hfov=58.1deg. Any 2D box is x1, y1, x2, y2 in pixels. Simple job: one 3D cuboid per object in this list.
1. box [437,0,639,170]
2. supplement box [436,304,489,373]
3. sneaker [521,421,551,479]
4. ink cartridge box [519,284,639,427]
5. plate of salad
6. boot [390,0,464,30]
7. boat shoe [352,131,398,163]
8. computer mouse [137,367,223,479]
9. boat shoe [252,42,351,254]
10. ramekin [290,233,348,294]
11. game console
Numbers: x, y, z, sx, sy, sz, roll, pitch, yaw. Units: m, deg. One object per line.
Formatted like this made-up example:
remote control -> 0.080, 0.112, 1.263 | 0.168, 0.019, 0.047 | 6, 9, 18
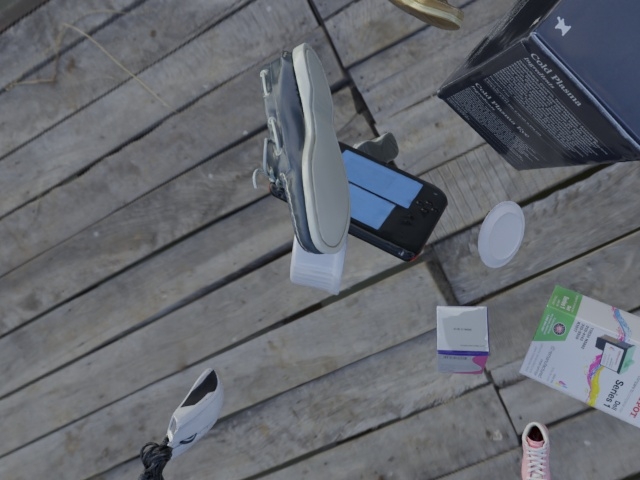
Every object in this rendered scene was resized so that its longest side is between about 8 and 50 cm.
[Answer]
box -> 0.352, -0.268, 0.686 | 0.179, 0.312, 0.343 | 42, 91, -6
supplement box -> 0.324, 0.234, 1.333 | 0.111, 0.220, 0.114 | 0, 65, 11
sneaker -> 0.383, 0.389, 1.027 | 0.050, 0.070, 0.135 | -1, 64, 27
ink cartridge box -> 0.620, 0.255, 1.285 | 0.278, 0.117, 0.202 | 23, 121, 23
plate of salad -> 0.520, -0.018, 1.673 | 0.048, 0.199, 0.200 | 25, 94, 54
boot -> 0.262, -0.583, 1.254 | 0.204, 0.095, 0.262 | -56, 40, 17
boat shoe -> 0.153, -0.274, 1.890 | 0.103, 0.320, 0.118 | -13, 107, 36
computer mouse -> -0.158, 0.227, 0.698 | 0.042, 0.193, 0.106 | 20, 119, 8
boat shoe -> -0.027, -0.100, 0.645 | 0.079, 0.095, 0.255 | -16, 73, 24
ramekin -> 0.000, 0.000, 1.535 | 0.135, 0.277, 0.278 | 7, 88, 0
game console -> 0.109, -0.117, 1.428 | 0.386, 0.342, 0.060 | 26, 123, 12
